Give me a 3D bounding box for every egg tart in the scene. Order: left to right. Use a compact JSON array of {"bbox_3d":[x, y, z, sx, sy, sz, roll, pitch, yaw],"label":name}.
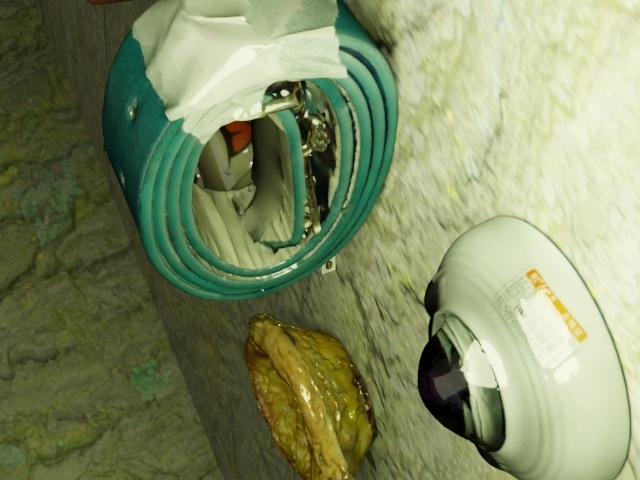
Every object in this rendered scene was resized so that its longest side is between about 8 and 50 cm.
[{"bbox_3d":[-0.008,0.249,1.691,0.341,0.129,0.341,56,158,37],"label":"egg tart"}]

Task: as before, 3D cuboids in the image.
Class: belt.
[{"bbox_3d":[-0.079,-0.109,1.235,0.436,0.300,0.173,93,153,-50],"label":"belt"}]

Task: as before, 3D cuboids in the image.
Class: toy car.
[{"bbox_3d":[-0.163,-0.108,1.628,0.336,0.226,0.242,139,112,-73],"label":"toy car"}]

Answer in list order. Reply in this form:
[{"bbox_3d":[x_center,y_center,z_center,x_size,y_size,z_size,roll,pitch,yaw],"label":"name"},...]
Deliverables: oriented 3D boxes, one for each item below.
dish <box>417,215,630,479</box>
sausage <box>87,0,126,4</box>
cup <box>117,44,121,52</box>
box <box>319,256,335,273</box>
[{"bbox_3d":[0.154,0.124,1.048,0.273,0.134,0.273,162,90,-74],"label":"dish"},{"bbox_3d":[-0.336,-0.448,1.936,0.062,0.154,0.062,168,90,-75],"label":"sausage"},{"bbox_3d":[-0.145,-0.248,1.387,0.167,0.202,0.221,45,166,55],"label":"cup"},{"bbox_3d":[0.000,0.000,1.579,0.083,0.024,0.054,87,159,-45],"label":"box"}]
